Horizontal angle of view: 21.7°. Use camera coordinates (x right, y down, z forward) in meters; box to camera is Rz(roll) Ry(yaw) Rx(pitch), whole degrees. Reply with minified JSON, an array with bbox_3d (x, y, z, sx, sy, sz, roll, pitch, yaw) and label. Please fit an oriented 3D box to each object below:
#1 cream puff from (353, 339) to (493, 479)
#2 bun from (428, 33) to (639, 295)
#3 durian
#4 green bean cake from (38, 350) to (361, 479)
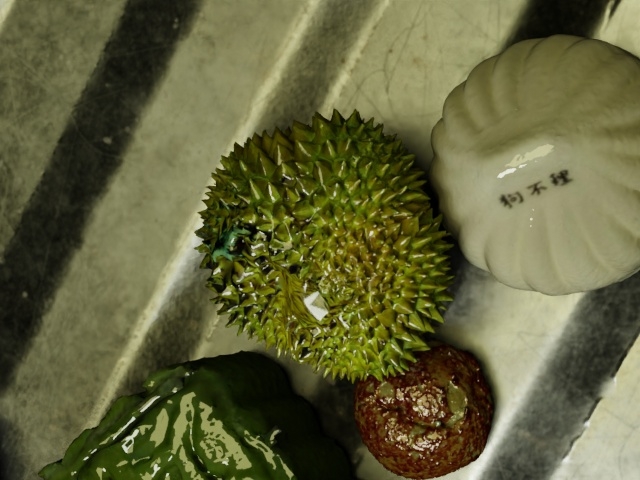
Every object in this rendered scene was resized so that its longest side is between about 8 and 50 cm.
[{"bbox_3d":[0.101,0.171,1.681,0.149,0.084,0.149,1,93,20],"label":"cream puff"},{"bbox_3d":[0.212,-0.072,1.584,0.263,0.175,0.263,1,93,23],"label":"bun"},{"bbox_3d":[-0.002,-0.001,1.626,0.291,0.224,0.291,4,95,52],"label":"durian"},{"bbox_3d":[-0.113,0.310,1.701,0.335,0.218,0.319,-43,77,19],"label":"green bean cake"}]
